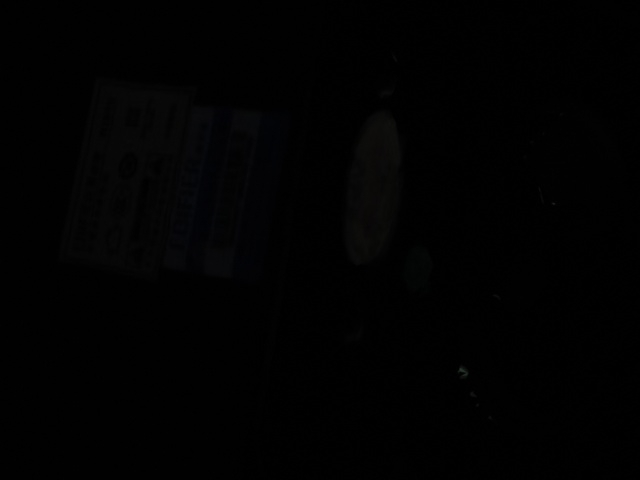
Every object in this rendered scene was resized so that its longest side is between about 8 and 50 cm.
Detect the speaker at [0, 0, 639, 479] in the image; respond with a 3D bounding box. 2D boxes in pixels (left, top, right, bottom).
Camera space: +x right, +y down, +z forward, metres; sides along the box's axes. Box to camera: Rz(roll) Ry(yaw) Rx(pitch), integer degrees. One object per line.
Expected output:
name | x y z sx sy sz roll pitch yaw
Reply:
speaker | -0.019 -0.002 0.510 0.254 0.184 0.232 7 177 37
